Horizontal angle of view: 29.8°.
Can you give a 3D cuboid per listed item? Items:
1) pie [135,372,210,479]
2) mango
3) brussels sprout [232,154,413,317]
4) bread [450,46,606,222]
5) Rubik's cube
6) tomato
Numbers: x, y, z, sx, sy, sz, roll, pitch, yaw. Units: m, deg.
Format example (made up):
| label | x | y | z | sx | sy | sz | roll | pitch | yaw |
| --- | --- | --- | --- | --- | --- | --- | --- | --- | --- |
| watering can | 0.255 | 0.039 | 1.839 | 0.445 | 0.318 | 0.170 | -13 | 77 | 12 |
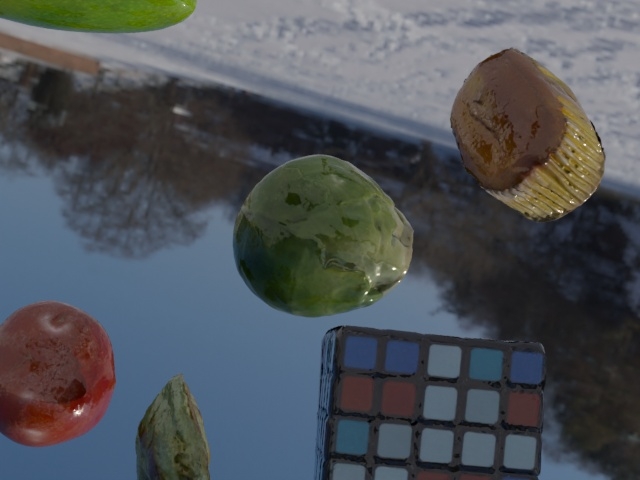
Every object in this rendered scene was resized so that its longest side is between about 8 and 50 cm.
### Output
| label | x | y | z | sx | sy | sz | roll | pitch | yaw |
| --- | --- | --- | --- | --- | --- | --- | --- | --- | --- |
| pie | -0.209 | 0.304 | 1.672 | 0.090 | 0.201 | 0.248 | -1 | 145 | -17 |
| mango | -0.294 | -0.303 | 1.264 | 0.343 | 0.156 | 0.192 | 15 | -175 | -7 |
| brussels sprout | 0.000 | 0.000 | 1.672 | 0.244 | 0.244 | 0.244 | 16 | -176 | -1 |
| bread | 0.218 | -0.118 | 1.312 | 0.114 | 0.132 | 0.190 | 29 | -154 | -35 |
| Rubik's cube | 0.088 | 0.172 | 1.059 | 0.184 | 0.187 | 0.182 | 3 | 175 | -2 |
| tomato | -0.414 | 0.215 | 1.876 | 0.188 | 0.232 | 0.232 | 11 | -178 | 16 |
